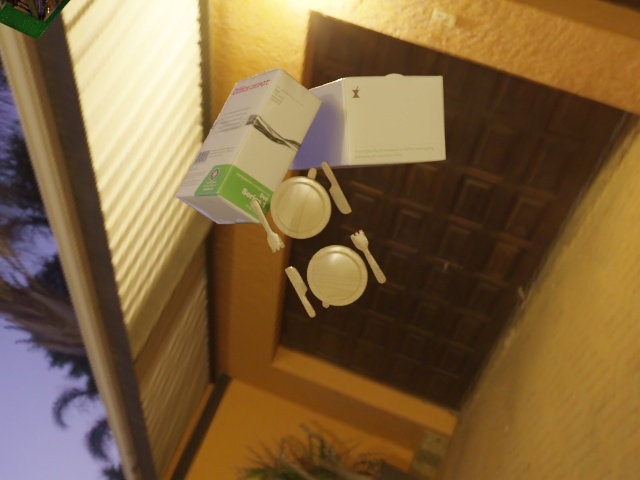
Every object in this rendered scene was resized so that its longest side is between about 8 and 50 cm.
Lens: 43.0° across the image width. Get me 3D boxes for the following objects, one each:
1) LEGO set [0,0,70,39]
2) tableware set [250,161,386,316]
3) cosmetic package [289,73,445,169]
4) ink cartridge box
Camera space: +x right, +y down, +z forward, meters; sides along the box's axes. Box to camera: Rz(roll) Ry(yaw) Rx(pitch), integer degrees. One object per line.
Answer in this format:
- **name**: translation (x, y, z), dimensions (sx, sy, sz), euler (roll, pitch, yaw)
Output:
- **LEGO set**: translation (-0.619, -0.572, 1.598), dimensions (0.255, 0.331, 0.192), euler (-43, 50, 35)
- **tableware set**: translation (0.000, 0.000, 1.144), dimensions (0.128, 0.194, 0.039), euler (-27, 1, 15)
- **cosmetic package**: translation (0.060, -0.213, 1.524), dimensions (0.365, 0.197, 0.155), euler (-169, 75, -69)
- **ink cartridge box**: translation (-0.111, -0.141, 1.250), dimensions (0.160, 0.093, 0.219), euler (3, 63, 58)
